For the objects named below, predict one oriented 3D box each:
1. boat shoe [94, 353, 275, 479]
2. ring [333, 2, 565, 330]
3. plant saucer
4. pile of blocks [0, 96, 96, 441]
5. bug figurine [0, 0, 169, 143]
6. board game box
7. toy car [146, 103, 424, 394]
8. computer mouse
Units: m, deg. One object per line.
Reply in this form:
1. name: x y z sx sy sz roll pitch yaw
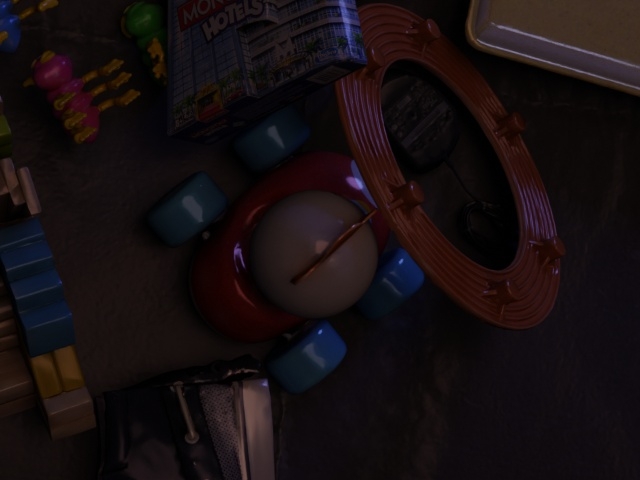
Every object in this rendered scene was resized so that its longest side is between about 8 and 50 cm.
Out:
1. boat shoe: -0.118 0.277 1.663 0.158 0.127 0.340 -4 79 -15
2. ring: 0.129 -0.075 1.718 0.336 0.032 0.336 38 36 -36
3. plant saucer: 0.303 -0.306 1.891 0.333 0.081 0.332 14 80 -20
4. pile of blocks: -0.296 0.007 1.592 0.113 0.149 0.362 -19 91 -16
5. bug figurine: -0.209 -0.205 1.661 0.279 0.072 0.216 -39 111 -42
6. board game box: -0.065 -0.211 1.650 0.060 0.194 0.194 9 63 -50
7. toy car: 0.000 0.000 1.660 0.210 0.238 0.219 -41 101 -19
8. computer mouse: 0.126 -0.072 1.828 0.071 0.041 0.242 -42 107 -11
